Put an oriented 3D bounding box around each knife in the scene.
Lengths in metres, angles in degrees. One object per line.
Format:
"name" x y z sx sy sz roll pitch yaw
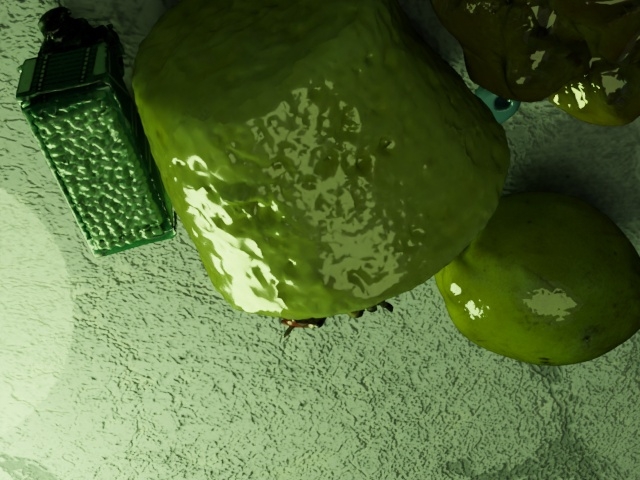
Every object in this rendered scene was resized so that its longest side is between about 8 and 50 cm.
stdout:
"knife" 0.131 -0.109 1.862 0.058 0.032 0.244 31 127 -32

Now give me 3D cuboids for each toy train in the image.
"toy train" -0.228 -0.120 1.725 0.115 0.154 0.269 -15 132 5

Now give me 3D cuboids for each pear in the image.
"pear" 0.261 0.044 1.890 0.269 0.212 0.212 19 128 -18

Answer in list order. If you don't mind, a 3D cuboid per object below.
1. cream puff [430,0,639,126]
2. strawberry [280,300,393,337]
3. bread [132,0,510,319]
"cream puff" 0.292 -0.248 1.578 0.378 0.275 0.378 -4 136 -4
"strawberry" -0.002 0.000 1.922 0.167 0.087 0.208 -14 109 -20
"bread" -0.006 -0.114 1.634 0.348 0.348 0.307 -20 126 12
